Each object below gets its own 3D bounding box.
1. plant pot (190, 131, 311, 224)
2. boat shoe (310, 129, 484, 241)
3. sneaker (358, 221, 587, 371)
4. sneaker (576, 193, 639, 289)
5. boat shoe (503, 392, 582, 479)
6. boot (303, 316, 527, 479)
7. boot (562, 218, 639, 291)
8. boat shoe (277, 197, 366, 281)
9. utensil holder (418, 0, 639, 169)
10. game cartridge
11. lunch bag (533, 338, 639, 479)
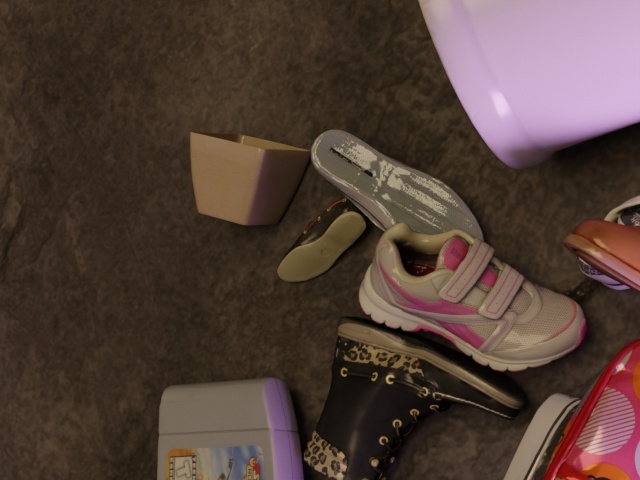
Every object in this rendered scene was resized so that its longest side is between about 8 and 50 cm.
[{"bbox_3d":[-0.090,-0.072,1.730,0.109,0.109,0.096,14,99,30],"label":"plant pot"},{"bbox_3d":[0.090,-0.049,1.640,0.226,0.076,0.083,40,87,7],"label":"boat shoe"},{"bbox_3d":[0.157,0.054,1.528,0.252,0.111,0.103,15,51,16],"label":"sneaker"},{"bbox_3d":[0.367,-0.031,1.473,0.235,0.095,0.090,-39,63,15],"label":"sneaker"},{"bbox_3d":[0.230,0.312,1.467,0.105,0.113,0.306,20,80,45],"label":"boat shoe"},{"bbox_3d":[0.097,0.198,1.583,0.236,0.085,0.178,21,95,31],"label":"boot"},{"bbox_3d":[0.387,-0.038,1.385,0.283,0.109,0.220,17,96,-9],"label":"boot"},{"bbox_3d":[0.001,0.001,1.698,0.133,0.049,0.042,-41,30,25],"label":"boat shoe"},{"bbox_3d":[0.320,-0.285,1.423,0.385,0.327,0.327,-20,71,21],"label":"utensil holder"},{"bbox_3d":[-0.106,0.308,1.664,0.198,0.062,0.297,-11,74,43],"label":"game cartridge"},{"bbox_3d":[0.351,0.259,1.354,0.293,0.120,0.258,30,80,12],"label":"lunch bag"}]
